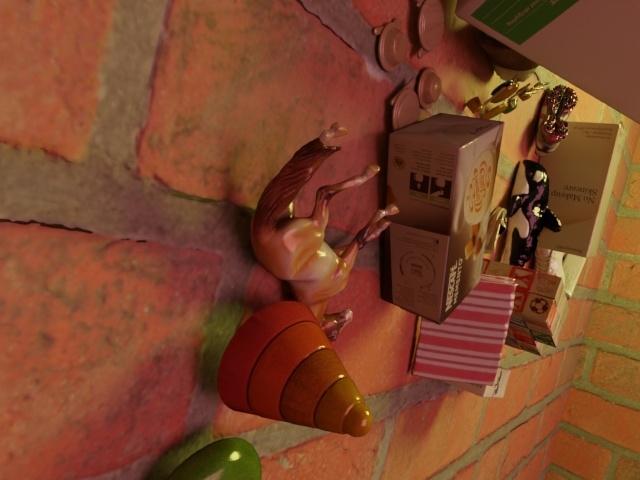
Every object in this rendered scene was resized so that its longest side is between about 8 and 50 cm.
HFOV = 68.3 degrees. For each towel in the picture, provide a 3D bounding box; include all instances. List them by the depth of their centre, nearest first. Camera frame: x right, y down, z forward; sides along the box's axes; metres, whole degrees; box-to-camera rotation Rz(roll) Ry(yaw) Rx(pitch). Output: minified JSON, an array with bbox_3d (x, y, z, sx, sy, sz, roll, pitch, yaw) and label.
[{"bbox_3d":[0.239,0.147,0.796,0.029,0.144,0.196,-68,166,-78],"label":"towel"}]

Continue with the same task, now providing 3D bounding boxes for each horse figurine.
[{"bbox_3d":[0.000,0.000,0.476,0.174,0.066,0.263,-47,146,-7],"label":"horse figurine"}]

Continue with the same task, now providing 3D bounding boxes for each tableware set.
[{"bbox_3d":[0.120,-0.219,0.603,0.141,0.020,0.168,-40,133,-36],"label":"tableware set"},{"bbox_3d":[0.302,-0.237,0.787,0.154,0.104,0.024,-19,78,-35],"label":"tableware set"}]

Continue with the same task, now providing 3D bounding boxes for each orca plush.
[{"bbox_3d":[0.461,-0.028,1.021,0.151,0.102,0.287,33,72,-55],"label":"orca plush"}]

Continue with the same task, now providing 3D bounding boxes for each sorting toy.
[{"bbox_3d":[-0.060,0.241,0.415,0.127,0.126,0.365,29,87,-52],"label":"sorting toy"}]

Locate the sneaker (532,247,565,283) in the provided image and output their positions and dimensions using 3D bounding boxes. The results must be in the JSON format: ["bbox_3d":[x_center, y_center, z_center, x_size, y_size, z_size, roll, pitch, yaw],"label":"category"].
[{"bbox_3d":[0.612,0.053,1.285,0.115,0.090,0.232,21,79,-43],"label":"sneaker"}]

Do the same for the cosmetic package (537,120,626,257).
[{"bbox_3d":[0.612,-0.124,1.149,0.113,0.160,0.309,2,100,-51],"label":"cosmetic package"}]

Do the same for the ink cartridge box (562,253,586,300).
[{"bbox_3d":[0.726,0.144,1.465,0.275,0.060,0.238,-44,158,-37],"label":"ink cartridge box"}]

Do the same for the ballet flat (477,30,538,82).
[{"bbox_3d":[0.352,-0.347,0.800,0.342,0.116,0.124,-50,156,-35],"label":"ballet flat"}]

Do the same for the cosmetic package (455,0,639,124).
[{"bbox_3d":[0.385,-0.318,0.607,0.366,0.197,0.155,20,68,-18],"label":"cosmetic package"}]

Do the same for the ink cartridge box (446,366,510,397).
[{"bbox_3d":[0.287,0.255,0.912,0.181,0.104,0.061,27,80,-52],"label":"ink cartridge box"}]

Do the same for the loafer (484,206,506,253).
[{"bbox_3d":[0.356,-0.018,0.956,0.125,0.039,0.045,-51,137,-28],"label":"loafer"}]

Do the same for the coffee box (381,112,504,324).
[{"bbox_3d":[0.162,-0.033,0.643,0.141,0.098,0.246,-30,129,-43],"label":"coffee box"}]

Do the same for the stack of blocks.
[{"bbox_3d":[0.408,0.149,0.973,0.297,0.171,0.087,44,68,-50],"label":"stack of blocks"}]

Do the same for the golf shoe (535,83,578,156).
[{"bbox_3d":[0.524,-0.276,1.073,0.186,0.068,0.086,-61,173,-24],"label":"golf shoe"}]
